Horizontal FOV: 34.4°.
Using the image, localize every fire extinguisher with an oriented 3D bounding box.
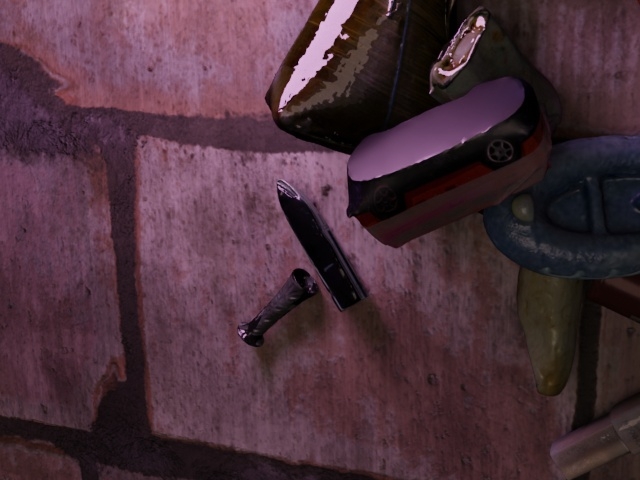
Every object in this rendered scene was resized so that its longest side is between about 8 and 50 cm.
[{"bbox_3d":[0.568,0.127,1.559,0.337,0.106,0.147,27,139,14],"label":"fire extinguisher"}]

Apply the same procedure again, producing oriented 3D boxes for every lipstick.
[{"bbox_3d":[0.490,0.301,1.652,0.253,0.077,0.079,-36,89,27],"label":"lipstick"}]

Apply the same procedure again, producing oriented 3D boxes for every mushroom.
[{"bbox_3d":[0.363,0.083,1.635,0.107,0.087,0.333,16,112,28],"label":"mushroom"}]

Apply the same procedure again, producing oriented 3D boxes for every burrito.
[{"bbox_3d":[0.270,-0.222,1.518,0.229,0.089,0.144,32,93,-33],"label":"burrito"}]

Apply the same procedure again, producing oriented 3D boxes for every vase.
[{"bbox_3d":[-0.078,0.122,1.851,0.059,0.059,0.167,48,117,4],"label":"vase"}]

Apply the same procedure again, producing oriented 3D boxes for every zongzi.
[{"bbox_3d":[0.184,-0.275,1.581,0.432,0.208,0.403,26,101,-12],"label":"zongzi"}]

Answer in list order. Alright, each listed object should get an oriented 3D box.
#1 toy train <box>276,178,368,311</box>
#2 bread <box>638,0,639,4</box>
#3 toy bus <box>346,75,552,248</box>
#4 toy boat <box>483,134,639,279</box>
[{"bbox_3d":[0.000,0.000,1.789,0.055,0.048,0.252,-31,86,32],"label":"toy train"},{"bbox_3d":[0.594,-0.335,1.345,0.328,0.114,0.295,-24,75,21],"label":"bread"},{"bbox_3d":[0.182,-0.110,1.470,0.303,0.127,0.147,-23,135,19],"label":"toy bus"},{"bbox_3d":[0.400,-0.054,1.493,0.330,0.123,0.215,-3,78,9],"label":"toy boat"}]
